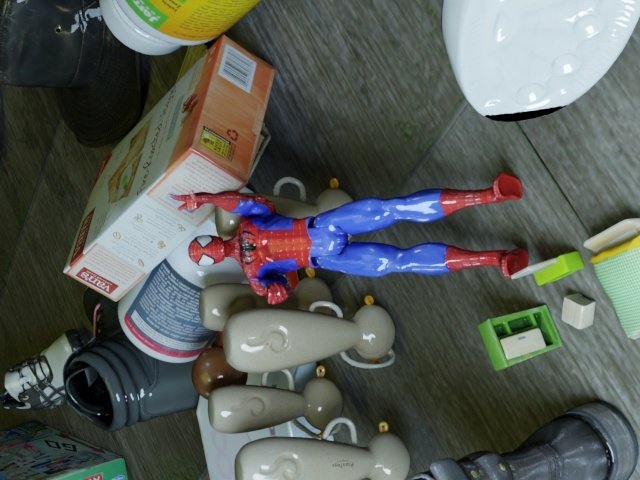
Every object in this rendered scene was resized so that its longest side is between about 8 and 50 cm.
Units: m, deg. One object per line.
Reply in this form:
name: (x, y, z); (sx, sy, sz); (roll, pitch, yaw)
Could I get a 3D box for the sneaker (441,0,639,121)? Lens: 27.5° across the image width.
sneaker: (0.128, -0.267, 0.857); (0.323, 0.130, 0.236); (88, 174, -49)

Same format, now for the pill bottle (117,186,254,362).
pill bottle: (-0.123, 0.029, 1.313); (0.108, 0.108, 0.180); (58, 132, 27)

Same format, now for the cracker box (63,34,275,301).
cracker box: (-0.144, -0.065, 1.232); (0.232, 0.067, 0.156); (-40, 29, 40)

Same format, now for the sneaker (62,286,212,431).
sneaker: (-0.244, 0.120, 1.500); (0.295, 0.146, 0.105); (31, 128, 50)

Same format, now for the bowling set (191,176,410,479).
bowling set: (-0.027, 0.094, 1.191); (0.200, 0.154, 0.287); (162, 105, -71)

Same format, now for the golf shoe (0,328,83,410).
golf shoe: (-0.374, 0.186, 1.770); (0.198, 0.093, 0.077); (-50, 59, 49)

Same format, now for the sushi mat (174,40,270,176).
sushi mat: (-0.139, -0.063, 1.392); (0.151, 0.019, 0.316); (60, 143, 26)

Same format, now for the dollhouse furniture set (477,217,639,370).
dollhouse furniture set: (0.178, 0.044, 0.917); (0.151, 0.058, 0.076); (-35, 72, 55)

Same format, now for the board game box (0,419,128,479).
board game box: (-0.426, 0.318, 1.784); (0.317, 0.213, 0.046); (4, 104, 55)

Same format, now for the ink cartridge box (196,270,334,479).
ink cartridge box: (-0.070, 0.143, 1.332); (0.189, 0.066, 0.232); (-10, 97, 57)

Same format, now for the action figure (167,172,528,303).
action figure: (0.000, 0.000, 0.993); (0.280, 0.139, 0.092); (-5, 90, 30)

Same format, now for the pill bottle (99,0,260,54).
pill bottle: (-0.109, -0.257, 1.171); (0.245, 0.136, 0.136); (-27, 79, 57)

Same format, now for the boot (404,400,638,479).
boot: (0.092, 0.215, 0.934); (0.091, 0.229, 0.263); (50, 132, 30)

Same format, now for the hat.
hat: (-0.321, -0.263, 1.495); (0.331, 0.133, 0.331); (24, 120, 50)
